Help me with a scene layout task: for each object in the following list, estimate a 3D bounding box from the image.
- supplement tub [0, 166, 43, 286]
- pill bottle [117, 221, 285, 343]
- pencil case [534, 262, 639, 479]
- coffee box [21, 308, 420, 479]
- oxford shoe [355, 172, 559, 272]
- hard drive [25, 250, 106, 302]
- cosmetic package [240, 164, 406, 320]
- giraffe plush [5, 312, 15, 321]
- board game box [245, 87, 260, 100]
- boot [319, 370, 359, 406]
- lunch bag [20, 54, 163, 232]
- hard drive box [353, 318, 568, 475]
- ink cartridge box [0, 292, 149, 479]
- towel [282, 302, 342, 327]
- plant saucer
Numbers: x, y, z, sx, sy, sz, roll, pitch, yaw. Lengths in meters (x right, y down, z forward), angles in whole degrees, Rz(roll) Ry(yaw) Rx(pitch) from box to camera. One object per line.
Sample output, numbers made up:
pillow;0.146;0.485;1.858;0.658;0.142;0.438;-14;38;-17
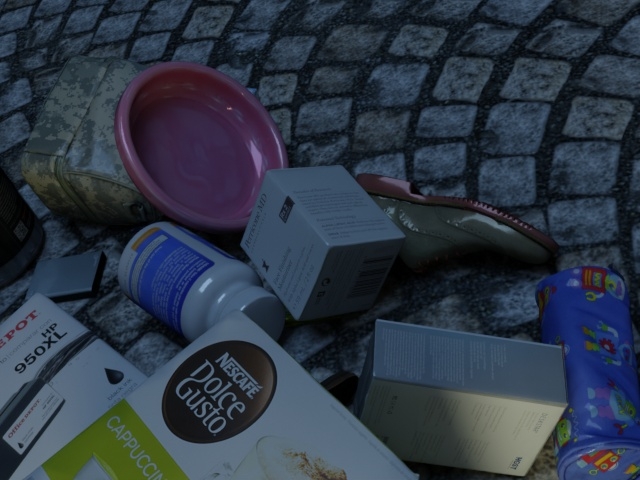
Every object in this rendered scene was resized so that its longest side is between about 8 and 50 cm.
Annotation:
supplement tub;-0.670;-0.080;1.754;0.207;0.338;0.207;-11;46;12
pill bottle;-0.186;0.084;1.532;0.272;0.152;0.152;29;65;39
pencil case;0.353;0.173;1.247;0.133;0.119;0.306;17;46;-13
coffee box;-0.074;0.352;1.102;0.334;0.338;0.338;-39;47;-14
oxford shoe;0.195;-0.003;1.504;0.348;0.123;0.130;17;84;32
hard drive;-0.459;0.069;1.752;0.135;0.022;0.094;-9;46;15
cosmetic package;0.000;0.000;1.474;0.151;0.151;0.183;-7;43;-38
giraffe plush;-0.557;0.203;1.598;0.170;0.181;0.210;-16;10;-6
board game box;-0.200;-0.245;1.931;0.103;0.026;0.154;10;54;30
boot;-0.055;0.233;1.388;0.219;0.082;0.106;-34;48;-7
lunch bag;-0.371;-0.178;1.804;0.256;0.212;0.305;7;59;21
hard drive box;0.165;0.200;1.202;0.232;0.181;0.089;9;48;-2
ink cartridge box;-0.381;0.290;1.412;0.395;0.166;0.285;28;64;39
towel;-0.014;0.041;1.595;0.102;0.021;0.237;-8;46;9
plant saucer;-0.212;-0.153;1.692;0.084;0.332;0.332;-35;30;45
